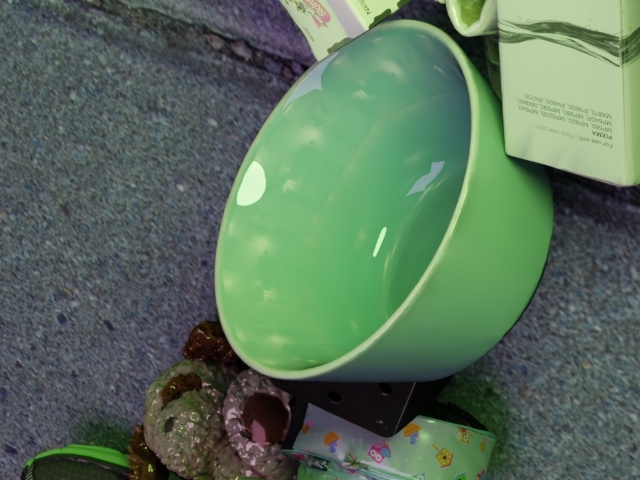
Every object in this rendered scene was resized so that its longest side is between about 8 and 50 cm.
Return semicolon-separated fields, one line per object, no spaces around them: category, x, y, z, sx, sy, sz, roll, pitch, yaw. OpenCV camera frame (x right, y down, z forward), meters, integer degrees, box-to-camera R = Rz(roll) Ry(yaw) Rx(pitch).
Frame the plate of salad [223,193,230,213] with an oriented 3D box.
plate of salad;0.000;0.000;1.945;0.200;0.048;0.200;14;133;15

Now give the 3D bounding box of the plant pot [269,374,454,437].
plant pot;0.050;0.066;1.827;0.187;0.167;0.188;25;136;6

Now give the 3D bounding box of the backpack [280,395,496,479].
backpack;0.072;0.213;1.944;0.188;0.166;0.144;4;77;30

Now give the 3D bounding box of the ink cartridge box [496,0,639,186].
ink cartridge box;0.227;-0.206;1.476;0.114;0.197;0.273;17;128;34

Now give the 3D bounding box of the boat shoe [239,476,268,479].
boat shoe;-0.009;0.311;1.999;0.116;0.324;0.097;32;95;28

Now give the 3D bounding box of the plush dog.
plush dog;-0.100;0.214;2.131;0.225;0.210;0.262;43;112;31

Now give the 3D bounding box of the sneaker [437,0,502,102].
sneaker;0.145;-0.185;1.591;0.108;0.169;0.292;21;132;28

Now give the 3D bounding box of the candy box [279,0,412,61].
candy box;0.030;-0.264;1.614;0.070;0.196;0.165;-27;100;49

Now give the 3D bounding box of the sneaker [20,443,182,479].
sneaker;-0.183;0.434;2.314;0.483;0.202;0.185;47;139;5

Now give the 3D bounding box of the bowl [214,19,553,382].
bowl;0.071;-0.006;1.630;0.163;0.311;0.311;28;152;-34
